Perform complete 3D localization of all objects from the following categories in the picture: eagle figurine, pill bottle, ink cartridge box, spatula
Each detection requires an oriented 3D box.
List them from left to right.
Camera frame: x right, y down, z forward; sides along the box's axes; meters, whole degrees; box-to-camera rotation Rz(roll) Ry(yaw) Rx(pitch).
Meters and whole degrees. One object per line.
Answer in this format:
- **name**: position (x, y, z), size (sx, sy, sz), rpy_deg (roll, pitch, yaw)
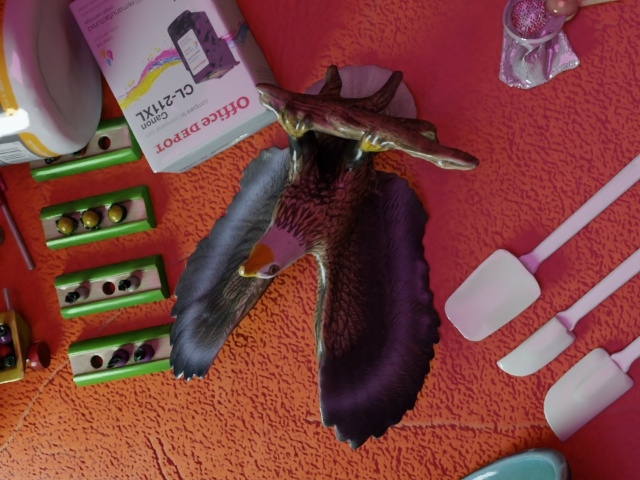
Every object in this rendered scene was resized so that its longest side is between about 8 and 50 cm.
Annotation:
- **pill bottle**: position (-0.356, -0.137, 1.208), size (0.278, 0.162, 0.162), rpy_deg (-9, 92, 14)
- **ink cartridge box**: position (-0.126, -0.165, 1.196), size (0.127, 0.072, 0.175), rpy_deg (-28, 87, 14)
- **eagle figurine**: position (-0.009, 0.003, 1.148), size (0.226, 0.225, 0.298), rpy_deg (55, 145, 44)
- **spatula**: position (0.246, 0.039, 1.149), size (0.242, 0.019, 0.168), rpy_deg (-43, 83, 13)

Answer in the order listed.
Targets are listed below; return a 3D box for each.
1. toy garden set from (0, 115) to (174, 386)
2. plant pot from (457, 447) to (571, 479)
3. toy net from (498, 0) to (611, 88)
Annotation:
- **toy garden set**: position (-0.255, 0.021, 1.255), size (0.203, 0.049, 0.244), rpy_deg (-11, 92, 14)
- **plant pot**: position (0.165, 0.402, 1.055), size (0.341, 0.341, 0.334), rpy_deg (-39, 92, 14)
- **toy net**: position (0.212, -0.239, 1.121), size (0.122, 0.045, 0.232), rpy_deg (36, 102, 8)
